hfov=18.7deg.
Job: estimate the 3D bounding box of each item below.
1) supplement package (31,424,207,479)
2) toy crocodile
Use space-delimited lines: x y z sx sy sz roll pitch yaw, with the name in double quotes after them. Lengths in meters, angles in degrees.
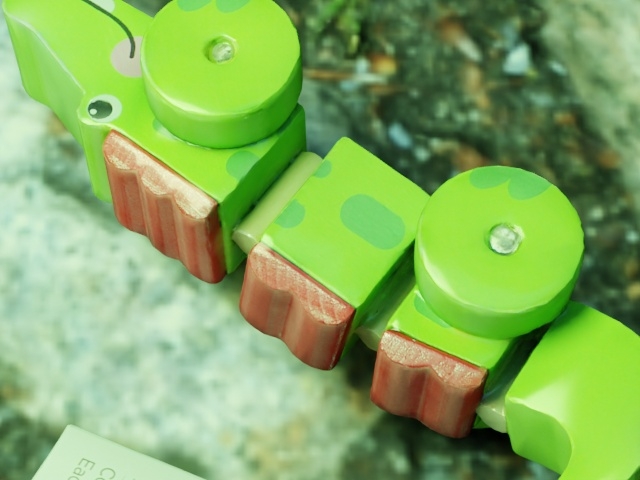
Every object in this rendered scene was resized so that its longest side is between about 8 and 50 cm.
-0.004 0.225 0.560 0.263 0.198 0.199 21 46 11 "supplement package"
0.000 0.000 0.790 0.340 0.115 0.105 34 65 15 "toy crocodile"
